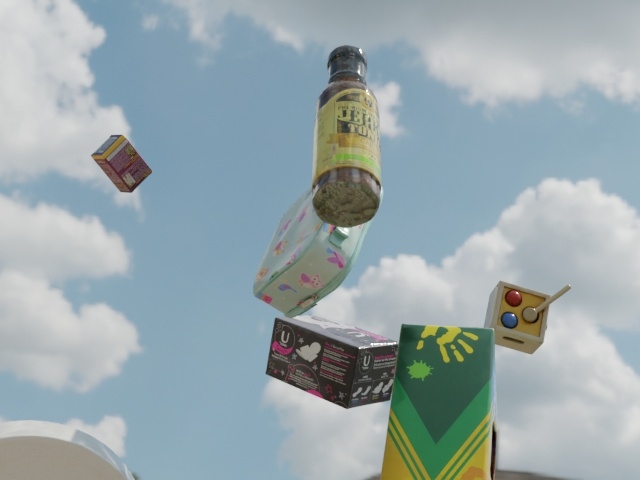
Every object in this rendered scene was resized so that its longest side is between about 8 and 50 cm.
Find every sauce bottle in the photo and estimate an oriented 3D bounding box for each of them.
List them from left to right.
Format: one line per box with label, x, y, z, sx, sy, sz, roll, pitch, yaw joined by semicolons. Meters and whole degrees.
sauce bottle;0.041;-0.182;1.647;0.111;0.344;0.111;0;-39;0

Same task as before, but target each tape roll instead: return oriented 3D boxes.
tape roll;-0.461;0.472;1.583;0.392;0.392;0.072;20;4;-18

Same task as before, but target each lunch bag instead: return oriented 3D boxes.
lunch bag;0.000;0.000;1.822;0.108;0.279;0.224;38;-44;-17

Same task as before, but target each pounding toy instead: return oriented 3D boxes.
pounding toy;0.417;0.147;2.058;0.141;0.130;0.100;16;-27;0

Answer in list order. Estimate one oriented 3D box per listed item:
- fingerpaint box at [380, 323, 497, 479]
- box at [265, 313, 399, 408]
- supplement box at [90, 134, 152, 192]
fingerpaint box;0.203;0.420;1.653;0.163;0.371;0.445;2;-46;11
box;0.028;0.261;2.258;0.247;0.142;0.163;18;11;38
supplement box;-0.327;-0.127;1.675;0.043;0.055;0.083;5;-43;49
